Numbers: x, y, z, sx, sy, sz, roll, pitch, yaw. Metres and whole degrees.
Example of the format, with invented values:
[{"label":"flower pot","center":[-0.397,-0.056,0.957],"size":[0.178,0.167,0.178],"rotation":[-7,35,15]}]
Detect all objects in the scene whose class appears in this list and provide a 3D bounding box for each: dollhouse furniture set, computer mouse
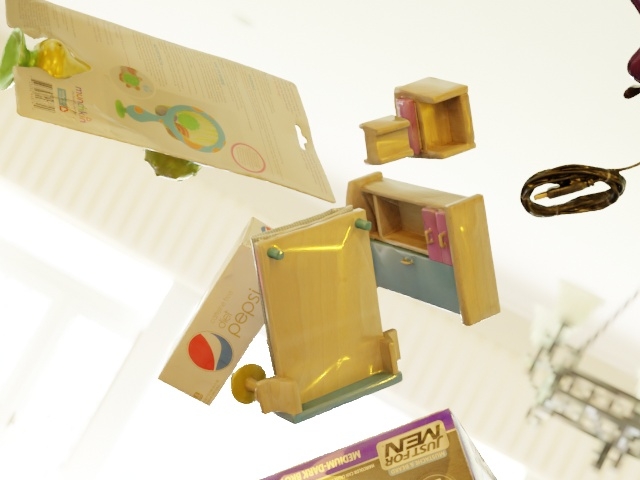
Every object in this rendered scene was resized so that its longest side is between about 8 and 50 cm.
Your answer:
[{"label":"dollhouse furniture set","center":[0.000,0.000,1.467],"size":[0.198,0.303,0.286],"rotation":[16,-58,55]},{"label":"computer mouse","center":[0.275,-0.064,1.088],"size":[0.242,0.041,0.071],"rotation":[-22,-48,16]}]

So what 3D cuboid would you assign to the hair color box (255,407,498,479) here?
[{"label":"hair color box","center":[0.080,0.273,1.155],"size":[0.339,0.185,0.110],"rotation":[55,15,-57]}]

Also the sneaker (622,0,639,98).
[{"label":"sneaker","center":[0.206,-0.197,0.825],"size":[0.098,0.223,0.083],"rotation":[-7,1,32]}]

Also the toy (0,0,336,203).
[{"label":"toy","center":[-0.113,-0.086,0.962],"size":[0.237,0.056,0.137],"rotation":[18,37,-33]}]

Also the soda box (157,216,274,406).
[{"label":"soda box","center":[-0.102,0.084,1.570],"size":[0.074,0.216,0.069],"rotation":[30,29,-7]}]
